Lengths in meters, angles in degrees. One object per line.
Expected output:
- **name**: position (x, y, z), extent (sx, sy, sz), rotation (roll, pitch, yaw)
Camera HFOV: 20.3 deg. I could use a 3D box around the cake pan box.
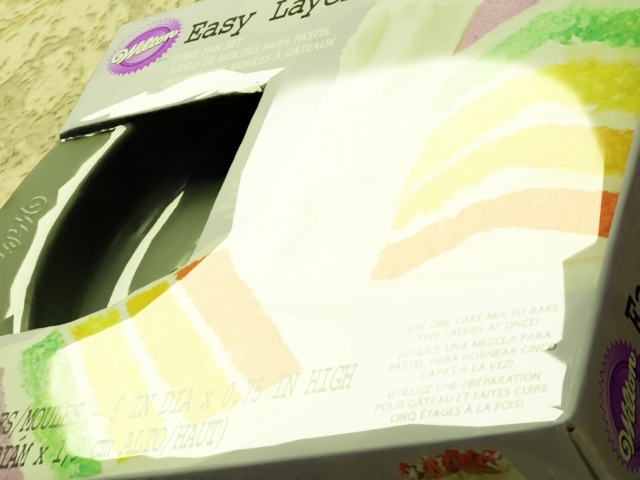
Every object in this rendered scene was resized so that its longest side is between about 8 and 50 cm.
- **cake pan box**: position (0.000, 0.000, 0.591), extent (0.267, 0.070, 0.246), rotation (-10, 39, 33)
